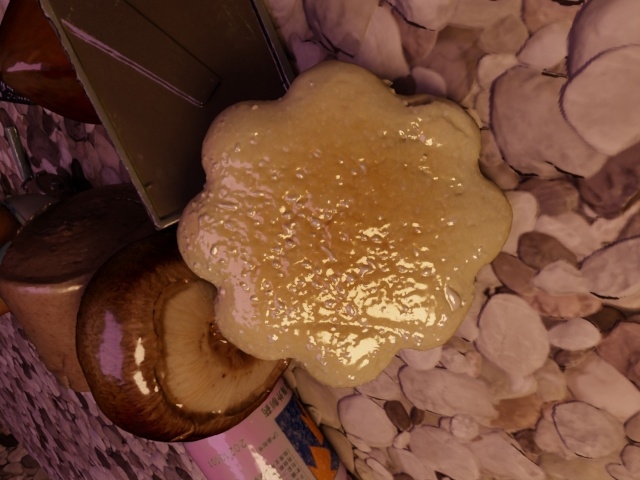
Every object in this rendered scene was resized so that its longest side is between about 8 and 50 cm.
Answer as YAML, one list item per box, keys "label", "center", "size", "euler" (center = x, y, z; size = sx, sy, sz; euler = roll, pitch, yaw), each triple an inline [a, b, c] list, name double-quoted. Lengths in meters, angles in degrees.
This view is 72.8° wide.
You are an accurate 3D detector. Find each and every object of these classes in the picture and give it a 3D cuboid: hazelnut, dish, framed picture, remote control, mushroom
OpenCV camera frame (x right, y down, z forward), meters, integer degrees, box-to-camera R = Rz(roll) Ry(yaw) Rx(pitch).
- label: "hazelnut"
  center: [-0.288, -0.232, 0.526]
  size: [0.208, 0.208, 0.208]
  euler: [17, 121, 30]
- label: "dish"
  center: [-0.456, -0.001, 0.791]
  size: [0.236, 0.086, 0.227]
  euler: [30, 145, 32]
- label: "framed picture"
  center: [-0.142, -0.184, 0.464]
  size: [0.289, 0.213, 0.016]
  euler: [65, 171, -9]
- label: "remote control"
  center: [-0.625, -0.306, 0.858]
  size: [0.245, 0.025, 0.063]
  euler: [16, 120, 30]
- label: "mushroom"
  center: [-0.141, 0.101, 0.534]
  size: [0.163, 0.297, 0.278]
  euler: [29, 87, 38]

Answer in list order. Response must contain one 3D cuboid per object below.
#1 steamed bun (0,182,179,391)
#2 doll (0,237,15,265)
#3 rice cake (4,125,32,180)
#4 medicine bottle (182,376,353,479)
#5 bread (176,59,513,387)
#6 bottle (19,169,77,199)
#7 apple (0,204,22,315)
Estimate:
- label: "steamed bun"
  center: [-0.287, 0.051, 0.648]
  size: [0.200, 0.301, 0.251]
  euler: [-9, 122, 1]
- label: "doll"
  center: [-0.577, 0.110, 0.945]
  size: [0.261, 0.162, 0.177]
  euler: [38, 128, 18]
- label: "rice cake"
  center: [-0.657, -0.189, 0.945]
  size: [0.022, 0.022, 0.121]
  euler: [13, 118, 37]
- label: "medicine bottle"
  center: [-0.062, 0.367, 0.681]
  size: [0.290, 0.178, 0.178]
  euler: [53, 132, 2]
- label: "bread"
  center: [0.019, -0.010, 0.403]
  size: [0.317, 0.054, 0.315]
  euler: [0, 98, -1]
- label: "bottle"
  center: [-0.538, -0.073, 0.865]
  size: [0.099, 0.099, 0.152]
  euler: [39, 133, 14]
- label: "apple"
  center: [-0.842, 0.040, 1.043]
  size: [0.309, 0.278, 0.250]
  euler: [-50, 54, 25]
